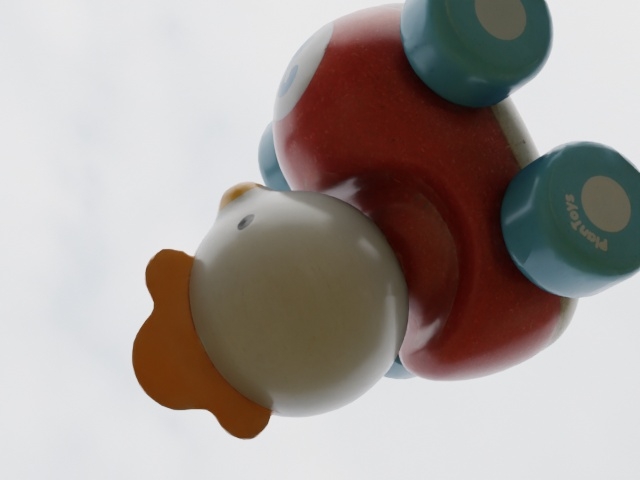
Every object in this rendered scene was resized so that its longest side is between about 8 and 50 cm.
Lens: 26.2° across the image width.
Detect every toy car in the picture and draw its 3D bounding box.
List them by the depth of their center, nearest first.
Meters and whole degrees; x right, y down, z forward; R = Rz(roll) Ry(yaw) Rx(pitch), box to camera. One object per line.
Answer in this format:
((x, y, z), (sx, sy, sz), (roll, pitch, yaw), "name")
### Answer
((0.000, 0.000, 0.702), (0.238, 0.219, 0.210), (-25, -95, -32), "toy car")
